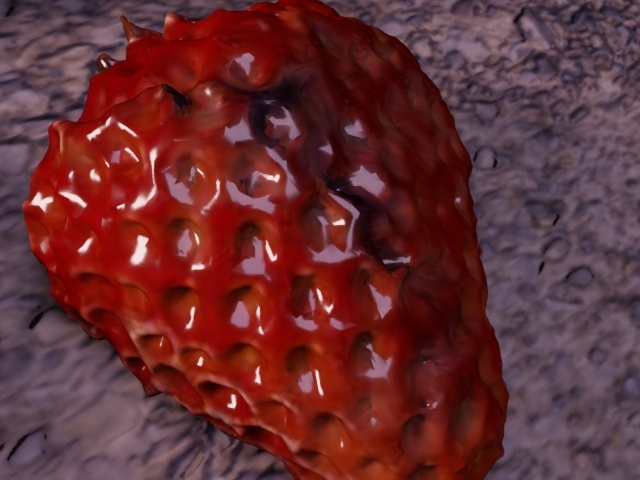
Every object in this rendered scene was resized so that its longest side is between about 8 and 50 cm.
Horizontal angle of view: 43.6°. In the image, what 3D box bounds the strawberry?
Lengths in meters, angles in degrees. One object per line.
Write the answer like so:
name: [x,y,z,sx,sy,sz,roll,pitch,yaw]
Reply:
strawberry: [-0.017,-0.006,0.407,0.254,0.150,0.280,4,61,-19]
